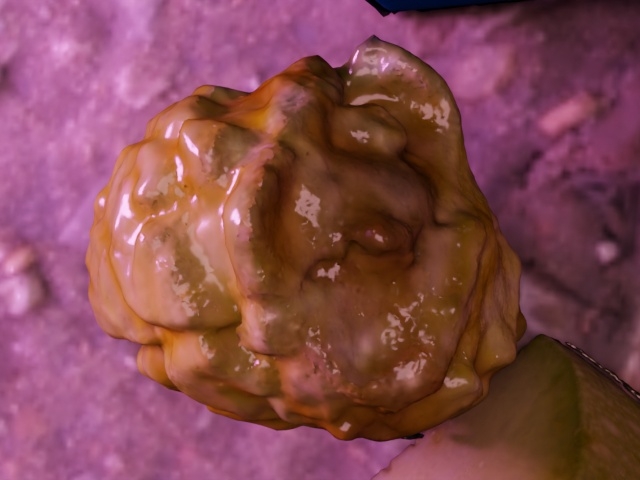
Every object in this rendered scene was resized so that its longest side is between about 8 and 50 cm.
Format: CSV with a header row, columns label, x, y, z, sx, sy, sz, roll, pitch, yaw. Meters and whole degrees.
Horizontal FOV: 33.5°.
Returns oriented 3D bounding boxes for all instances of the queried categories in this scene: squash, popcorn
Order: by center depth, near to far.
label,x,y,z,sx,sy,sz,roll,pitch,yaw
squash,0.082,0.155,0.405,0.192,0.085,0.184,-44,77,7
popcorn,-0.001,0.012,0.405,0.174,0.173,0.142,-7,67,11

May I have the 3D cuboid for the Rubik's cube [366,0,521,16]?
label,x,y,z,sx,sy,sz,roll,pitch,yaw
Rubik's cube,0.096,-0.249,0.315,0.283,0.288,0.293,-2,82,26
